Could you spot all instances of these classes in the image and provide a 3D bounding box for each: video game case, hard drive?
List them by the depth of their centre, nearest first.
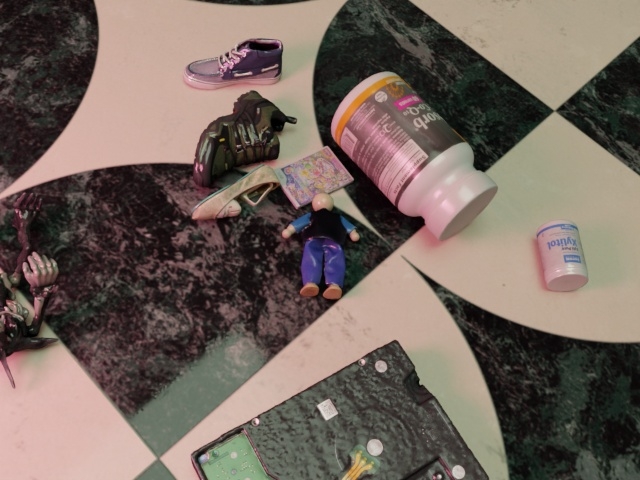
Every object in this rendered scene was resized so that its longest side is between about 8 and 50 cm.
[{"bbox_3d":[0.026,0.313,0.875,0.338,0.064,0.237,-25,67,-22],"label":"hard drive"},{"bbox_3d":[-0.014,-0.113,1.146,0.122,0.011,0.087,-27,68,-22],"label":"video game case"}]

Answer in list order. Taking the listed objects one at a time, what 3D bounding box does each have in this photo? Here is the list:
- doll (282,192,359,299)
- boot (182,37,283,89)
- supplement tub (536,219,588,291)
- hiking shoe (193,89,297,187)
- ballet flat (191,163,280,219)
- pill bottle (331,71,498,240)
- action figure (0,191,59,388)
[{"bbox_3d":[0.000,0.000,1.063,0.128,0.046,0.189,7,60,-6],"label":"doll"},{"bbox_3d":[-0.164,-0.339,1.210,0.189,0.086,0.069,-8,62,-13],"label":"boot"},{"bbox_3d":[0.411,0.025,1.099,0.070,0.071,0.107,3,59,-7],"label":"supplement tub"},{"bbox_3d":[-0.130,-0.169,1.117,0.114,0.086,0.227,26,59,10],"label":"hiking shoe"},{"bbox_3d":[-0.136,-0.072,1.079,0.168,0.057,0.052,-37,81,-25],"label":"ballet flat"},{"bbox_3d":[0.159,-0.143,1.103,0.162,0.162,0.278,-33,70,-24],"label":"pill bottle"},{"bbox_3d":[-0.456,0.061,0.904,0.163,0.141,0.276,-2,58,-23],"label":"action figure"}]
